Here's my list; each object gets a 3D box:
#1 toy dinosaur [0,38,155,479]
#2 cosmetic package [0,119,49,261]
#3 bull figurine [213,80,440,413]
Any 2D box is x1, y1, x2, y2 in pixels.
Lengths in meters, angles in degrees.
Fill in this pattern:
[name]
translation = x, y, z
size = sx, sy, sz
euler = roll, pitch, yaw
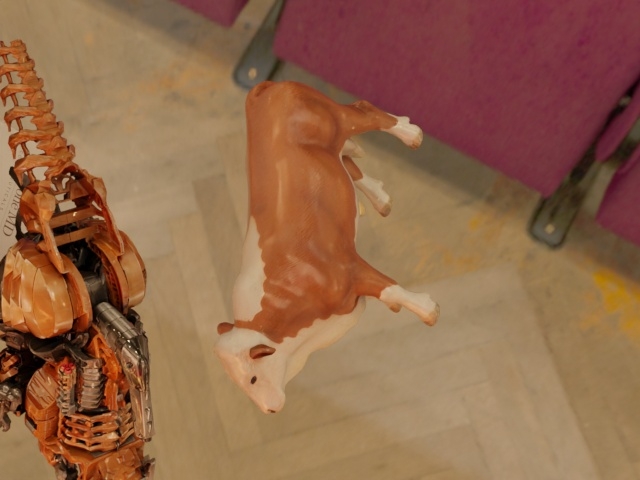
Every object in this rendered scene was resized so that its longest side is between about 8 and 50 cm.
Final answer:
[toy dinosaur]
translation = -0.179, 0.033, 0.760
size = 0.164, 0.218, 0.322
euler = 8, 95, -43
[cosmetic package]
translation = -0.397, 0.027, 0.864
size = 0.284, 0.097, 0.377
euler = 35, 54, -39
[bull figurine]
translation = 0.000, 0.000, 0.963
size = 0.188, 0.101, 0.310
euler = 11, 67, -27
